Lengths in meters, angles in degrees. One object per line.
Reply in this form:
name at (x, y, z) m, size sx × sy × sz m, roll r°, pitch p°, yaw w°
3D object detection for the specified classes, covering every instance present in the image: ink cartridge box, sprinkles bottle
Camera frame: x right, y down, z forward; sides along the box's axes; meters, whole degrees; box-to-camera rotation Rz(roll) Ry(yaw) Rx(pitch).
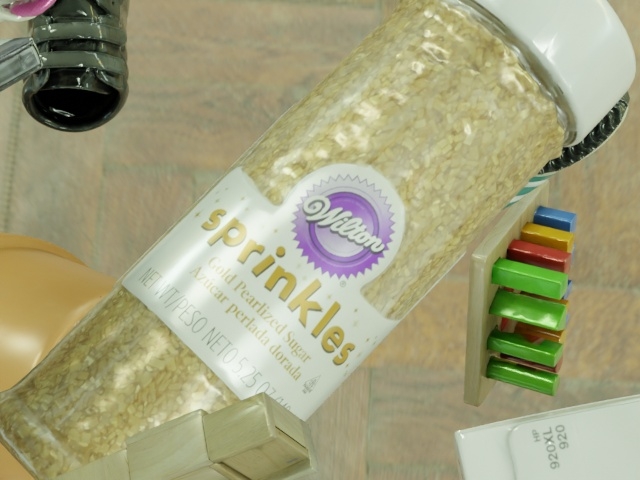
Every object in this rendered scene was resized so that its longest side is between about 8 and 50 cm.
ink cartridge box at (0.201, 0.217, 1.111) m, size 0.168 × 0.232 × 0.171 m, roll -13°, pitch 80°, yaw 3°
sprinkles bottle at (0.000, 0.000, 0.725) m, size 0.121 × 0.121 × 0.355 m, roll 42°, pitch 81°, yaw 12°

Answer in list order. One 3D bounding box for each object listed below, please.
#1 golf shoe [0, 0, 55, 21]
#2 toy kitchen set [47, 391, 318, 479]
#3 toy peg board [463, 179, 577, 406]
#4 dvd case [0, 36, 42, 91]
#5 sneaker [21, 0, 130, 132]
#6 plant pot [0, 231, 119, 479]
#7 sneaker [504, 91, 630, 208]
golf shoe at (-0.216, -0.171, 0.847) m, size 0.306 × 0.115 × 0.140 m, roll -41°, pitch 61°, yaw 33°
toy kitchen set at (-0.033, 0.106, 0.475) m, size 0.083 × 0.068 × 0.075 m, roll -24°, pitch 55°, yaw 16°
toy peg board at (0.200, 0.053, 1.318) m, size 0.079 × 0.161 × 0.160 m, roll 15°, pitch 34°, yaw 24°
dvd case at (-0.248, -0.042, 0.594) m, size 0.221 × 0.018 × 0.164 m, roll 1°, pitch 27°, yaw 34°
sneaker at (-0.192, -0.209, 1.164) m, size 0.105 × 0.295 × 0.147 m, roll -2°, pitch 50°, yaw -10°
plant pot at (-0.226, 0.135, 1.185) m, size 0.203 × 0.291 × 0.291 m, roll -1°, pitch 71°, yaw 40°
sneaker at (0.110, -0.052, 0.865) m, size 0.161 × 0.075 × 0.057 m, roll -36°, pitch 91°, yaw 14°
